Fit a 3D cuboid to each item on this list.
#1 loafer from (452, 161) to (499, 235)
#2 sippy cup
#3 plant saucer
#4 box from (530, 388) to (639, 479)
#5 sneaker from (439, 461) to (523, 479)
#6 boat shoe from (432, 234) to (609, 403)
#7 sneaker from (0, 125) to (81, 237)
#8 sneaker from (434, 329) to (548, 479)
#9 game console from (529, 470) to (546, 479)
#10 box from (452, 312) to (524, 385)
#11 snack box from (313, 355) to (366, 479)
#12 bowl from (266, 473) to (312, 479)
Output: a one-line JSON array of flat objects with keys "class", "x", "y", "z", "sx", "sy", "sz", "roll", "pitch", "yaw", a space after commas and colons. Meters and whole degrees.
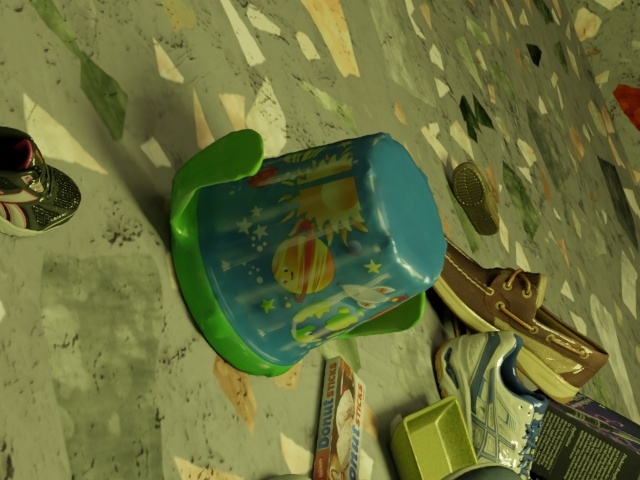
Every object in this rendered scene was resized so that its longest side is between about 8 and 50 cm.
[{"class": "loafer", "x": 0.259, "y": -0.075, "z": 2.038, "sx": 0.050, "sy": 0.056, "sz": 0.148, "roll": -76, "pitch": 148, "yaw": -51}, {"class": "sippy cup", "x": 0.000, "y": 0.000, "z": 1.273, "sx": 0.305, "sy": 0.224, "sz": 0.240, "roll": -12, "pitch": 82, "yaw": -64}, {"class": "plant saucer", "x": 0.150, "y": 0.304, "z": 1.551, "sx": 0.188, "sy": 0.045, "sz": 0.189, "roll": -6, "pitch": 78, "yaw": -64}, {"class": "box", "x": 0.401, "y": 0.312, "z": 1.835, "sx": 0.153, "sy": 0.207, "sz": 0.108, "roll": -2, "pitch": 116, "yaw": -62}, {"class": "sneaker", "x": 0.138, "y": 0.331, "z": 1.189, "sx": 0.350, "sy": 0.148, "sz": 0.131, "roll": -35, "pitch": 103, "yaw": -44}, {"class": "boat shoe", "x": 0.282, "y": 0.088, "z": 1.792, "sx": 0.342, "sy": 0.123, "sz": 0.123, "roll": 44, "pitch": 19, "yaw": -6}, {"class": "sneaker", "x": -0.249, "y": -0.052, "z": 0.990, "sx": 0.178, "sy": 0.077, "sz": 0.072, "roll": 17, "pitch": 58, "yaw": -60}, {"class": "sneaker", "x": 0.257, "y": 0.269, "z": 1.691, "sx": 0.112, "sy": 0.131, "sz": 0.297, "roll": -5, "pitch": 77, "yaw": -66}, {"class": "game console", "x": 0.415, "y": 0.392, "z": 1.875, "sx": 0.361, "sy": 0.213, "sz": 0.044, "roll": -32, "pitch": 144, "yaw": -73}, {"class": "box", "x": 0.265, "y": 0.193, "z": 1.885, "sx": 0.201, "sy": 0.021, "sz": 0.165, "roll": 26, "pitch": 49, "yaw": -55}, {"class": "snack box", "x": 0.023, "y": 0.219, "z": 1.388, "sx": 0.064, "sy": 0.022, "sz": 0.178, "roll": 52, "pitch": 30, "yaw": -35}, {"class": "bowl", "x": -0.022, "y": 0.305, "z": 1.203, "sx": 0.142, "sy": 0.053, "sz": 0.142, "roll": -23, "pitch": 92, "yaw": -63}]
